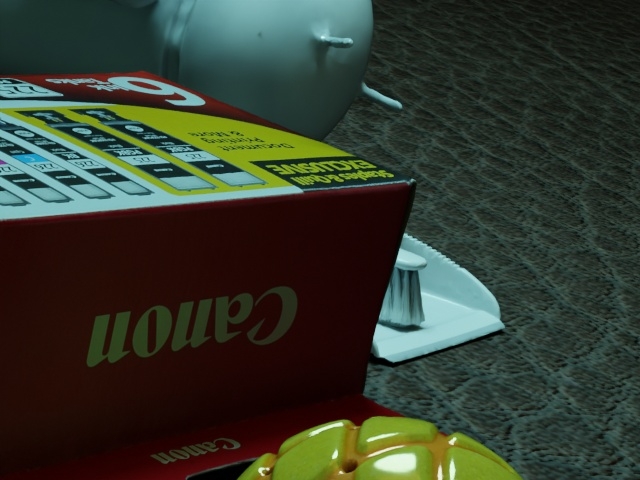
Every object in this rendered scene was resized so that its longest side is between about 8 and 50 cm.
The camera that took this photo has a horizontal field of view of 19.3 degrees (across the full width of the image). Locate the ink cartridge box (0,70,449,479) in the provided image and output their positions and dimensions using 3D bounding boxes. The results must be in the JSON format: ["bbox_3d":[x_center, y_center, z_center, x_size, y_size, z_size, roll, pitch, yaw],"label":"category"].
[{"bbox_3d":[-0.105,0.016,0.898,0.272,0.130,0.309,23,19,33],"label":"ink cartridge box"}]

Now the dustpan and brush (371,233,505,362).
[{"bbox_3d":[0.000,0.000,1.160,0.211,0.060,0.147,23,19,30],"label":"dustpan and brush"}]

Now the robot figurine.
[{"bbox_3d":[-0.110,-0.171,1.399,0.353,0.199,0.300,21,3,23],"label":"robot figurine"}]

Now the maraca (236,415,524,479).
[{"bbox_3d":[0.004,0.118,0.716,0.186,0.099,0.127,-8,-3,39],"label":"maraca"}]
